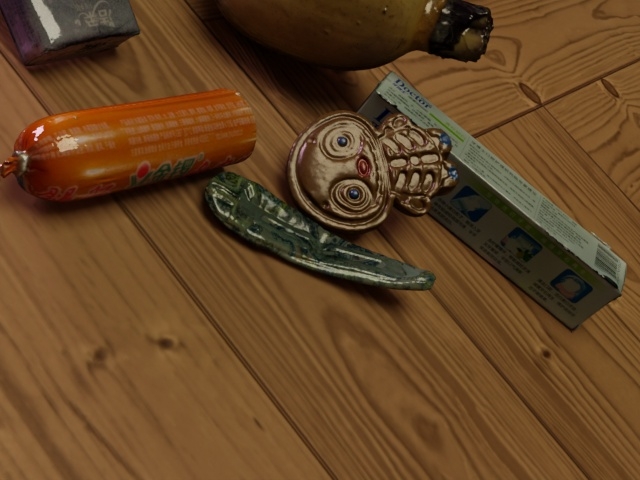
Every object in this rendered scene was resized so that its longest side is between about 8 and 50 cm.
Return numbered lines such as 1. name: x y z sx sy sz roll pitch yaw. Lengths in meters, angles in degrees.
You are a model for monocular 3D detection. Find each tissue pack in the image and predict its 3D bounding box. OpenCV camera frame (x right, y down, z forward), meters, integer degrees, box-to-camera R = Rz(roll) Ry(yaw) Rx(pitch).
1. tissue pack: -0.237 -0.240 0.771 0.112 0.051 0.156 -29 100 -48

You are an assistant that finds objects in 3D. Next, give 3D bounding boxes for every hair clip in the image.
1. hair clip: -0.002 0.001 0.795 0.229 0.036 0.066 24 38 -11

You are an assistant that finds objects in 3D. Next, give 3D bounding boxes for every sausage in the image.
1. sausage: -0.156 -0.077 0.714 0.234 0.071 0.071 -21 69 -47

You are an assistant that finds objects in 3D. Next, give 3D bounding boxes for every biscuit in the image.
1. biscuit: 0.051 -0.071 0.850 0.175 0.026 0.124 -10 78 -15

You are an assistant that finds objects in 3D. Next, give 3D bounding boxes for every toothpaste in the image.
1. toothpaste: 0.176 -0.043 0.944 0.336 0.081 0.067 39 39 -3

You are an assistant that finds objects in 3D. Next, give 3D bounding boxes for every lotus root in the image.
1. lotus root: 0.031 -0.260 0.926 0.309 0.183 0.183 20 41 3
